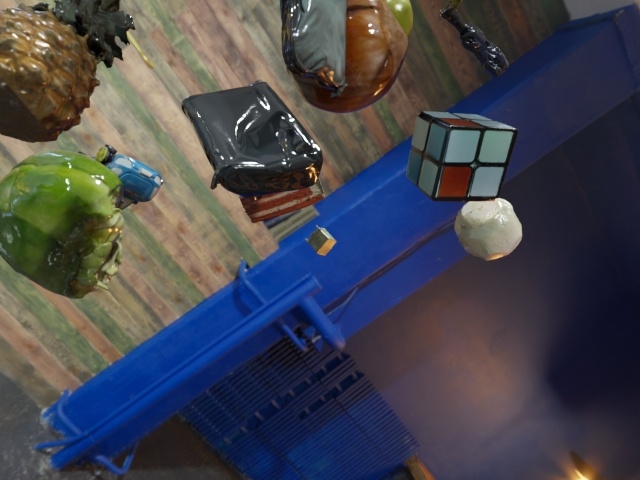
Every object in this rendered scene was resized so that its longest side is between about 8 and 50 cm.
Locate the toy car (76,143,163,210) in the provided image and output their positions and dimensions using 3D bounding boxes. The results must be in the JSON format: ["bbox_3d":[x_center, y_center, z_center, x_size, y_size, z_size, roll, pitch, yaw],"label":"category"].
[{"bbox_3d":[-0.626,-0.165,1.258,0.315,0.165,0.198,0,-19,33],"label":"toy car"}]

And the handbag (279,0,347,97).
[{"bbox_3d":[-0.006,-0.453,0.789,0.192,0.075,0.331,-9,99,-58],"label":"handbag"}]

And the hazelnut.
[{"bbox_3d":[0.077,-0.564,1.268,0.372,0.373,0.315,55,6,-27],"label":"hazelnut"}]

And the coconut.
[{"bbox_3d":[0.606,-0.034,1.501,0.233,0.224,0.224,59,-3,-32],"label":"coconut"}]

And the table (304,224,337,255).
[{"bbox_3d":[0.000,0.000,1.564,0.083,0.079,0.062,49,17,31],"label":"table"}]

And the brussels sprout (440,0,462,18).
[{"bbox_3d":[0.395,-0.710,1.254,0.083,0.051,0.046,110,-12,-46],"label":"brussels sprout"}]

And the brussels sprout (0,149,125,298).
[{"bbox_3d":[-0.645,-0.043,1.062,0.275,0.315,0.370,-85,-174,-58],"label":"brussels sprout"}]

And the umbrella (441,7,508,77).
[{"bbox_3d":[0.420,-0.537,1.120,0.248,0.071,0.071,36,7,-24],"label":"umbrella"}]

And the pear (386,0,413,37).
[{"bbox_3d":[0.274,-0.891,1.720,0.212,0.213,0.268,-126,-142,-50],"label":"pear"}]

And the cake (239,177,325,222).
[{"bbox_3d":[-0.138,-0.190,1.368,0.158,0.262,0.159,69,3,-48],"label":"cake"}]

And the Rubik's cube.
[{"bbox_3d":[0.330,-0.203,1.010,0.167,0.180,0.183,-117,-149,-60],"label":"Rubik's cube"}]

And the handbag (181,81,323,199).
[{"bbox_3d":[-0.179,-0.226,1.024,0.301,0.275,0.177,57,-24,26],"label":"handbag"}]

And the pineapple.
[{"bbox_3d":[-0.289,-0.227,0.470,0.128,0.128,0.247,55,38,-43],"label":"pineapple"}]
